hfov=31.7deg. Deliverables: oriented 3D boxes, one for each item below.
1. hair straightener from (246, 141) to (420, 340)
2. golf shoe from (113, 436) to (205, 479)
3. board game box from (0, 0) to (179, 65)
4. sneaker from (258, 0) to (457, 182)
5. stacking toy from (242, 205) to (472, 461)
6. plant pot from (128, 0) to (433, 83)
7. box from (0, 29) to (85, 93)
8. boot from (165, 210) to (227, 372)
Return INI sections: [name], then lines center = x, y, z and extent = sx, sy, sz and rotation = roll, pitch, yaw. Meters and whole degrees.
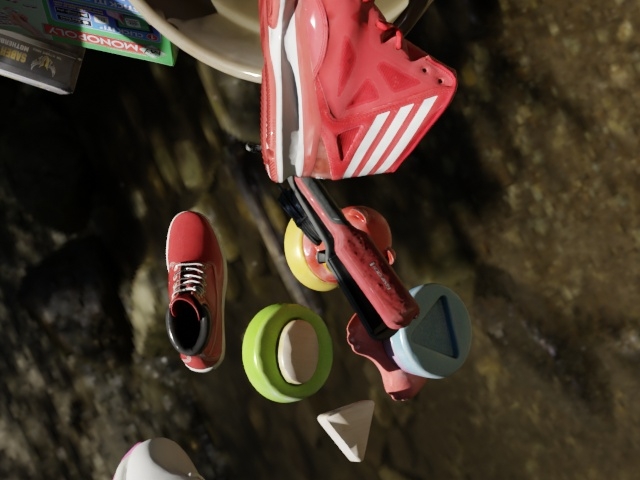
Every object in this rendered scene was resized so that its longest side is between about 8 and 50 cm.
[hair straightener]
center = 0.000, 0.000, 1.071
extent = 0.230, 0.047, 0.089
rotation = 51, 150, 7
[golf shoe]
center = -0.061, 0.227, 0.803
extent = 0.115, 0.140, 0.306
rotation = 42, -174, -35
[board game box]
center = -0.295, -0.267, 1.083
extent = 0.213, 0.317, 0.046
rotation = 104, 178, -71
[sneaker]
center = 0.025, -0.149, 0.753
extent = 0.087, 0.128, 0.221
rotation = -124, 36, -73
[stacking toy]
center = 0.063, 0.122, 1.497
extent = 0.309, 0.279, 0.130
rotation = 44, 150, -23
[plant pot]
center = 0.005, -0.325, 0.893
extent = 0.323, 0.280, 0.323
rotation = 18, 130, 22
[box]
center = -0.400, -0.304, 1.419
extent = 0.056, 0.231, 0.183
rotation = 12, 87, 57
[boot]
center = -0.184, 0.055, 1.615
extent = 0.176, 0.088, 0.244
rotation = 79, -176, -73
